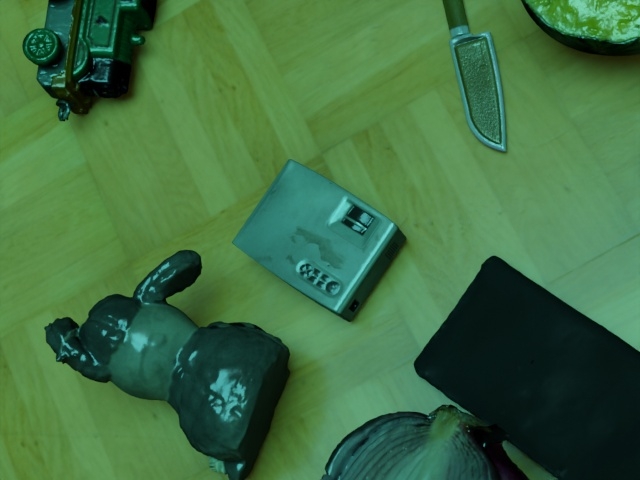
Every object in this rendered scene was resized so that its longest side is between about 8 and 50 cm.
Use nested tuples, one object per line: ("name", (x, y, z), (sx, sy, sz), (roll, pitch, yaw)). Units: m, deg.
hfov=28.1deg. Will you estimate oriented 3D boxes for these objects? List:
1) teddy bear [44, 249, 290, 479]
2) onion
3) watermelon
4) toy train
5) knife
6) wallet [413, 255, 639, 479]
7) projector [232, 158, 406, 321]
("teddy bear", (-0.137, 0.111, 1.318), (0.251, 0.144, 0.171), (34, 84, 14))
("onion", (0.075, 0.327, 1.149), (0.349, 0.159, 0.267), (-56, 23, -7))
("watermelon", (0.300, -0.287, 1.291), (0.204, 0.127, 0.232), (-7, 75, 16))
("toy train", (-0.261, -0.247, 1.483), (0.136, 0.091, 0.228), (2, 75, 8))
("knife", (0.162, -0.211, 1.372), (0.046, 0.022, 0.256), (-14, 71, 9))
("wallet", (0.223, 0.136, 1.214), (0.146, 0.030, 0.285), (-50, 50, -5))
("projector", (0.000, 0.000, 1.344), (0.147, 0.061, 0.115), (33, 88, 23))
